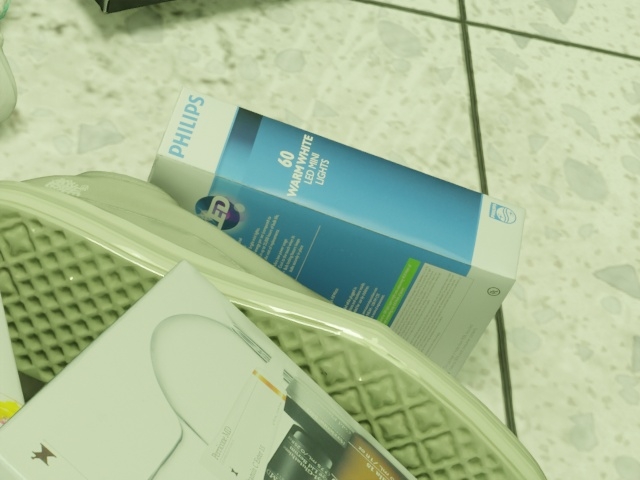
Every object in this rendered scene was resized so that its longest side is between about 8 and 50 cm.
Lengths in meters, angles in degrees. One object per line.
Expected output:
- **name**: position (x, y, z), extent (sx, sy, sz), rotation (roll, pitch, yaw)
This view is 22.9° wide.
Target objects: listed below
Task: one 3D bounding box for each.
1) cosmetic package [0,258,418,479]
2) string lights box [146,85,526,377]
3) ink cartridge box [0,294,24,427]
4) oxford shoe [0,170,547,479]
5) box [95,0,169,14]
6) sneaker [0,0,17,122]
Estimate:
- **cosmetic package**: position (-0.009, 0.206, 0.847), extent (0.377, 0.097, 0.284), rotation (43, 24, -2)
- **string lights box**: position (0.000, 0.000, 1.130), extent (0.260, 0.133, 0.076), rotation (20, 48, -5)
- **ink cartridge box**: position (-0.257, 0.121, 0.828), extent (0.201, 0.117, 0.278), rotation (25, 36, -46)
- **oxford shoe**: position (-0.041, 0.083, 1.041), extent (0.449, 0.169, 0.130), rotation (29, 21, 4)
- **box**: position (-0.110, -0.307, 1.355), extent (0.270, 0.060, 0.216), rotation (-17, 56, -29)
- **sneaker**: position (-0.272, -0.175, 1.219), extent (0.094, 0.080, 0.212), rotation (-11, 54, -43)
